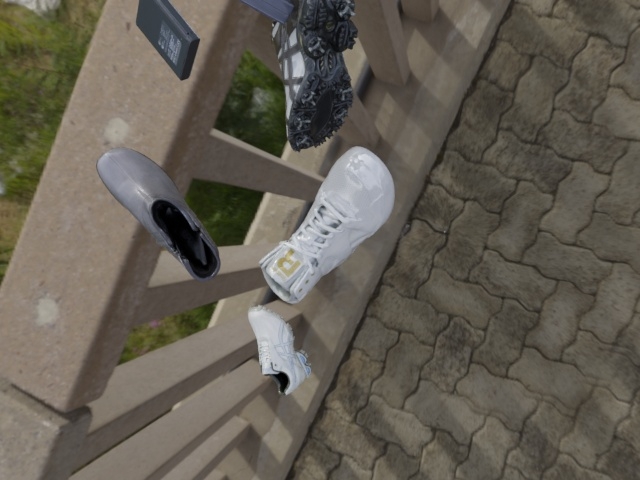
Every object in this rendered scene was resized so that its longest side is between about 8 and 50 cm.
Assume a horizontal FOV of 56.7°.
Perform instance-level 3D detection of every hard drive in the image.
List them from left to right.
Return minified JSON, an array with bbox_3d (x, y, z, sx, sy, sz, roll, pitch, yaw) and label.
[{"bbox_3d":[-0.254,-0.344,0.975,0.022,0.094,0.135,-33,80,-34],"label":"hard drive"}]

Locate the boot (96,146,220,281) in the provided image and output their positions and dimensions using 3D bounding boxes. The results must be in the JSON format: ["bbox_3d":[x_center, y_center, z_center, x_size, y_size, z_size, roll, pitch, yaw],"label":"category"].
[{"bbox_3d":[-0.311,-0.067,1.158,0.338,0.223,0.118,45,81,-6],"label":"boot"}]

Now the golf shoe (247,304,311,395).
[{"bbox_3d":[-0.084,0.200,1.073,0.069,0.086,0.176,-20,109,40],"label":"golf shoe"}]

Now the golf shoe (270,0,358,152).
[{"bbox_3d":[-0.012,-0.191,0.642,0.077,0.198,0.094,-16,50,-26],"label":"golf shoe"}]

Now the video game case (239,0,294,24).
[{"bbox_3d":[-0.146,-0.320,0.596,0.026,0.196,0.274,-53,38,26],"label":"video game case"}]

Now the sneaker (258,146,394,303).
[{"bbox_3d":[0.000,0.000,0.864,0.108,0.292,0.169,41,60,11],"label":"sneaker"}]
